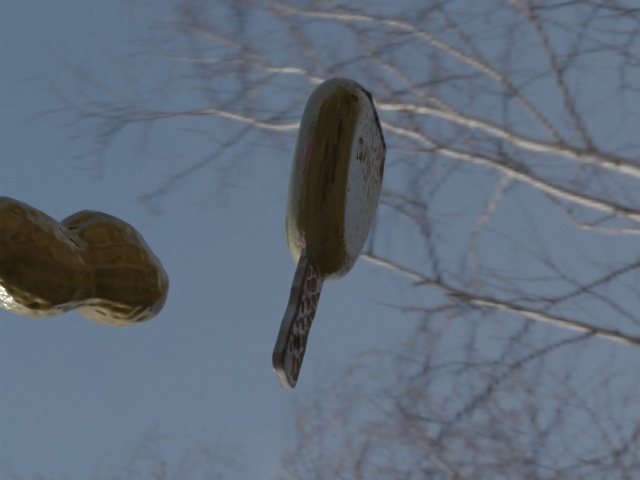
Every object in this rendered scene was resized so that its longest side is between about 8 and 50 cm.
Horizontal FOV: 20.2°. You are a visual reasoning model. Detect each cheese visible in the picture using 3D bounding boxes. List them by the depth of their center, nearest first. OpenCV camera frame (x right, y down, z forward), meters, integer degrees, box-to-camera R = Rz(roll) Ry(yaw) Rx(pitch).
[{"bbox_3d":[0.000,0.000,1.033,0.097,0.037,0.192,71,-153,-48],"label":"cheese"}]

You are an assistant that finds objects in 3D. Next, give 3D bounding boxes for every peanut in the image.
[{"bbox_3d":[-0.184,0.016,1.269,0.187,0.082,0.082,10,-91,-45],"label":"peanut"}]
